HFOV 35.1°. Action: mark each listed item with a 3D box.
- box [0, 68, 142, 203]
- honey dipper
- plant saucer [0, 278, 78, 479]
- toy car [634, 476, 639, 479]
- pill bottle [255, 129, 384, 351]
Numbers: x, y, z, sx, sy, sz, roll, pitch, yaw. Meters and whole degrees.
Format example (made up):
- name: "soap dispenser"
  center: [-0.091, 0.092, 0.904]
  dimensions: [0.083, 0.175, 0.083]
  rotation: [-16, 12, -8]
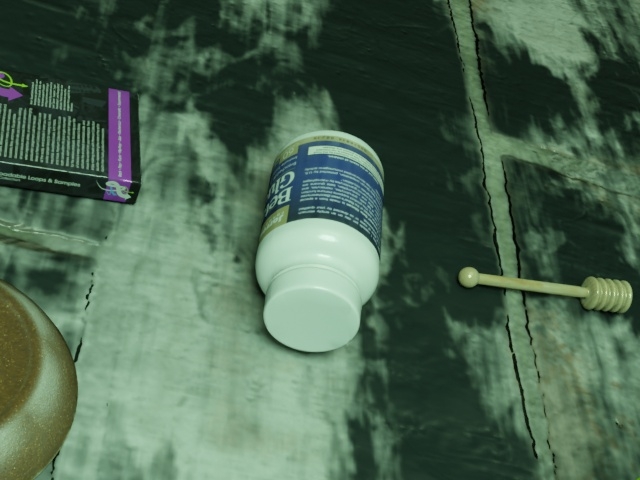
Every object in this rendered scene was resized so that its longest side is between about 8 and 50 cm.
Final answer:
- name: "box"
  center: [-0.225, -0.087, 0.804]
  dimensions: [0.162, 0.029, 0.116]
  rotation: [9, 43, -20]
- name: "honey dipper"
  center: [0.194, 0.041, 0.885]
  dimensions: [0.161, 0.030, 0.030]
  rotation: [7, 44, -14]
- name: "plant saucer"
  center: [-0.246, 0.076, 0.620]
  dimensions: [0.199, 0.036, 0.198]
  rotation: [13, 43, -13]
- name: "toy car"
  center: [0.112, 0.219, 0.580]
  dimensions: [0.188, 0.155, 0.149]
  rotation: [9, 42, 0]
- name: "pill bottle"
  center: [0.000, 0.000, 0.776]
  dimensions: [0.094, 0.094, 0.169]
  rotation: [17, 42, -10]
